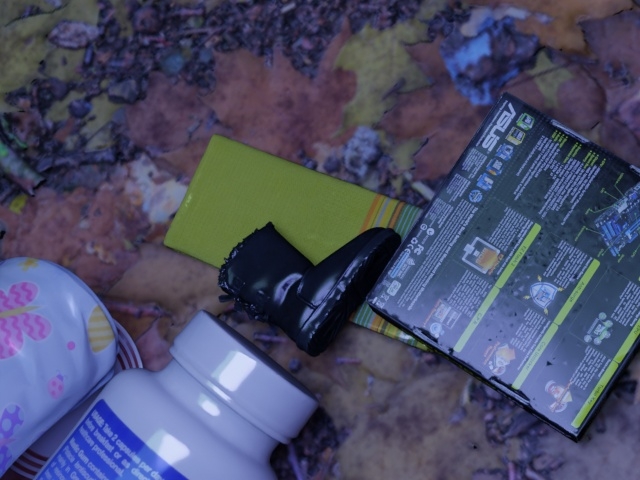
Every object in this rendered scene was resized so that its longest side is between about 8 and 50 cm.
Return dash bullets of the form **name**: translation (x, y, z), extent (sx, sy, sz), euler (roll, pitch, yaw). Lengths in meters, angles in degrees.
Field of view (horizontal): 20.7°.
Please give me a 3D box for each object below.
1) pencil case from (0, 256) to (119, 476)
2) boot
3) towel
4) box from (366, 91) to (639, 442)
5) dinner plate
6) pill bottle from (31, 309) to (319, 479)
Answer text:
- **pencil case**: translation (-0.259, 0.131, 1.250), extent (0.124, 0.113, 0.273), euler (30, 50, 9)
- **boot**: translation (-0.011, 0.019, 1.304), extent (0.099, 0.045, 0.121), euler (35, 84, 29)
- **towel**: translation (0.000, 0.000, 1.340), extent (0.237, 0.021, 0.102), euler (21, 79, 21)
- **box**: translation (0.159, 0.017, 1.259), extent (0.184, 0.045, 0.191), euler (32, 84, 13)
- **dinner plate**: translation (-0.201, 0.120, 1.370), extent (0.141, 0.017, 0.141), euler (-5, 74, 17)
- **pill bottle**: translation (-0.126, 0.189, 1.255), extent (0.152, 0.152, 0.272), euler (39, 89, 22)
